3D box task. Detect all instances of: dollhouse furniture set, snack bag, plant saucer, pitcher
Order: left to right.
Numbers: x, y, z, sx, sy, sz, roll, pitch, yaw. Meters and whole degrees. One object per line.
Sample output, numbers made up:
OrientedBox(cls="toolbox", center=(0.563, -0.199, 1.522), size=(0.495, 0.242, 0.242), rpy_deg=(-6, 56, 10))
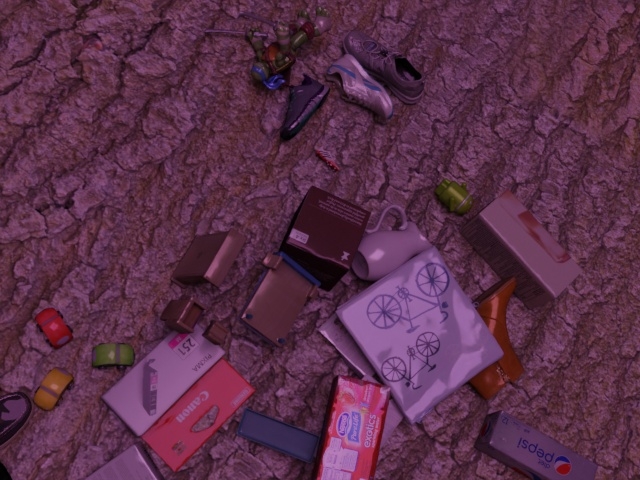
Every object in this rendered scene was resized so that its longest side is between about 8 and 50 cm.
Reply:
OrientedBox(cls="dollhouse furniture set", center=(-0.199, 0.156, 1.834), size=(0.303, 0.198, 0.286), rpy_deg=(38, 67, -24))
OrientedBox(cls="plant saucer", center=(-0.098, 0.453, 1.762), size=(0.192, 0.018, 0.067), rpy_deg=(18, 84, 14))
OrientedBox(cls="pitcher", center=(0.169, 0.006, 1.972), size=(0.207, 0.125, 0.177), rpy_deg=(-22, 75, -30))
OrientedBox(cls="snack bag", center=(0.255, 0.229, 1.875), size=(0.323, 0.037, 0.342), rpy_deg=(-33, 85, -17))

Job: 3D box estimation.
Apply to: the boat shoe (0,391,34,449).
OrientedBox(cls="boat shoe", center=(-0.748, 0.419, 1.609), size=(0.285, 0.092, 0.103), rpy_deg=(-30, 79, -22))

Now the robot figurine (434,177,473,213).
OrientedBox(cls="robot figurine", center=(0.374, -0.119, 2.092), size=(0.115, 0.067, 0.101), rpy_deg=(42, 43, 3))

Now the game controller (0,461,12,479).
OrientedBox(cls="game controller", center=(-0.782, 0.592, 1.555), size=(0.319, 0.067, 0.166), rpy_deg=(-30, 81, -22))

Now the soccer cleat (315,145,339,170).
OrientedBox(cls="soccer cleat", center=(0.024, -0.224, 2.063), size=(0.083, 0.029, 0.035), rpy_deg=(41, 71, 7))

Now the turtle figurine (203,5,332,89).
OrientedBox(cls="turtle figurine", center=(-0.121, -0.578, 2.062), size=(0.266, 0.198, 0.274), rpy_deg=(-41, 88, -26))

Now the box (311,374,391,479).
OrientedBox(cls="box", center=(0.068, 0.448, 1.728), size=(0.128, 0.122, 0.256), rpy_deg=(14, 74, -3))

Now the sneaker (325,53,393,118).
OrientedBox(cls="sneaker", center=(0.113, -0.418, 2.130), size=(0.092, 0.087, 0.228), rpy_deg=(-39, 77, -16))

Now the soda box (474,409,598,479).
OrientedBox(cls="soda box", center=(0.537, 0.539, 1.888), size=(0.286, 0.091, 0.098), rpy_deg=(30, 66, -3))

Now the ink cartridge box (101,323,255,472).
OrientedBox(cls="ink cartridge box", center=(-0.323, 0.355, 1.758), size=(0.239, 0.060, 0.275), rpy_deg=(44, 67, 5))

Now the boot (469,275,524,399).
OrientedBox(cls="boot", center=(0.465, 0.255, 1.975), size=(0.295, 0.104, 0.211), rpy_deg=(-42, 90, -18))

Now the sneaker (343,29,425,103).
OrientedBox(cls="sneaker", center=(0.193, -0.518, 2.161), size=(0.281, 0.115, 0.105), rpy_deg=(36, 67, 0))

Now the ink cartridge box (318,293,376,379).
OrientedBox(cls="ink cartridge box", center=(0.101, 0.248, 1.916), size=(0.179, 0.045, 0.145), rpy_deg=(43, 67, 13))

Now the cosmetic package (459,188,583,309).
OrientedBox(cls="cosmetic package", center=(0.536, 0.025, 2.037), size=(0.129, 0.153, 0.296), rpy_deg=(-38, 85, -22))

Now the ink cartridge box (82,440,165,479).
OrientedBox(cls="ink cartridge box", center=(-0.448, 0.587, 1.660), size=(0.232, 0.066, 0.189), rpy_deg=(-35, 82, -1))

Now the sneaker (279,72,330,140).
OrientedBox(cls="sneaker", center=(-0.068, -0.365, 2.066), size=(0.098, 0.083, 0.223), rpy_deg=(36, 56, 1))

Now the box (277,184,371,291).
OrientedBox(cls="box", center=(0.000, 0.000, 1.884), size=(0.168, 0.203, 0.167), rpy_deg=(25, 67, -5))

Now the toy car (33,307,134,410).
OrientedBox(cls="toy car", center=(-0.543, 0.263, 1.737), size=(0.225, 0.053, 0.239), rpy_deg=(-1, 71, -14))

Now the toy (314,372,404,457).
OrientedBox(cls="toy", center=(0.091, 0.456, 1.825), size=(0.137, 0.056, 0.237), rpy_deg=(39, 73, 4))
